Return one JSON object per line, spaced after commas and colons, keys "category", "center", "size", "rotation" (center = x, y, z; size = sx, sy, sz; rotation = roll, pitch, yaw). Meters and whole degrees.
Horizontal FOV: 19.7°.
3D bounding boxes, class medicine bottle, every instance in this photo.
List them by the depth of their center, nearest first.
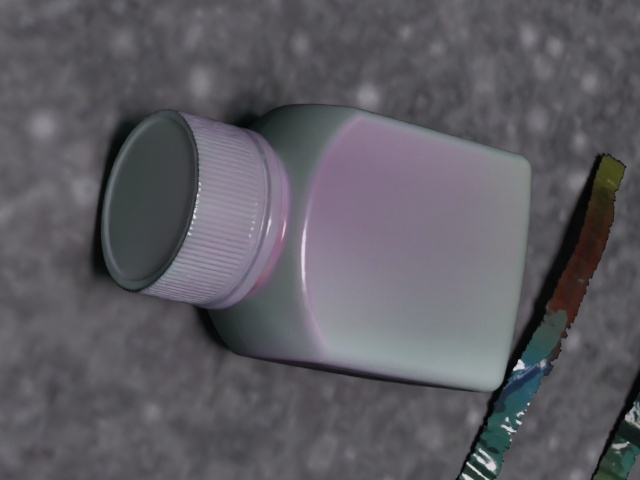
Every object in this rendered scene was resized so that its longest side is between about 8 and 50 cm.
{"category": "medicine bottle", "center": [0.000, 0.000, 0.530], "size": [0.118, 0.055, 0.074], "rotation": [12, 85, -35]}

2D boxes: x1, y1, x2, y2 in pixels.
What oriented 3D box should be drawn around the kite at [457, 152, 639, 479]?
{"category": "kite", "center": [0.070, 0.122, 0.605], "size": [0.169, 0.015, 0.310], "rotation": [25, 77, -31]}
